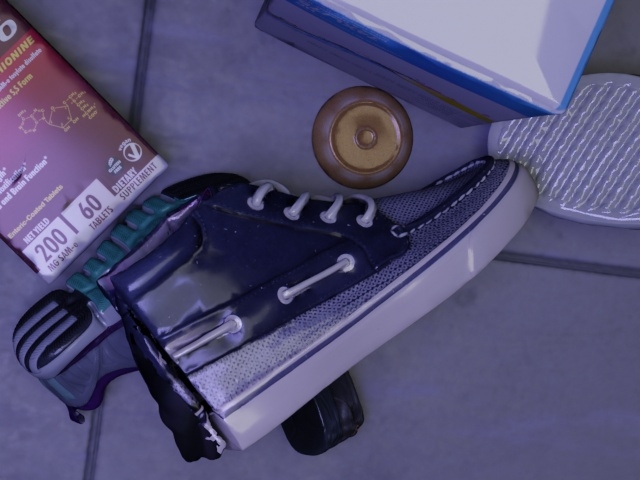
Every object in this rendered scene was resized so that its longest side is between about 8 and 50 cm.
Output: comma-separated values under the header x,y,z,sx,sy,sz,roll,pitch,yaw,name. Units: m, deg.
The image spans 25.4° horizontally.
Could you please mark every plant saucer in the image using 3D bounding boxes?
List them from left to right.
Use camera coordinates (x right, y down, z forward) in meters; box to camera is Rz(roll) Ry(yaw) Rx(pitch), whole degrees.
x,y,z,sx,sy,sz,roll,pitch,yaw,name
0.035,-0.082,1.135,0.083,0.015,0.083,-1,94,-8,plant saucer

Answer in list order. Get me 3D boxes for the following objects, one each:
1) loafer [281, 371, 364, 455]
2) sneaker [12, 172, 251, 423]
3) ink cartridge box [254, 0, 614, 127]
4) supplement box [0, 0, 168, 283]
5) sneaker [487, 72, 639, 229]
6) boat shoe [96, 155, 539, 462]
x,y,z,sx,sy,sz,roll,pitch,yaw,name
-0.014,0.082,1.124,0.061,0.062,0.170,-14,88,-47,loafer
-0.131,0.041,1.102,0.223,0.083,0.098,-39,134,-14,sneaker
0.088,-0.210,1.008,0.197,0.270,0.198,24,89,-8,ink cartridge box
-0.242,-0.097,1.063,0.239,0.073,0.130,45,87,-8,supplement box
0.300,-0.072,1.133,0.321,0.127,0.126,0,90,16,sneaker
0.000,0.000,1.030,0.340,0.127,0.158,-38,101,-21,boat shoe
